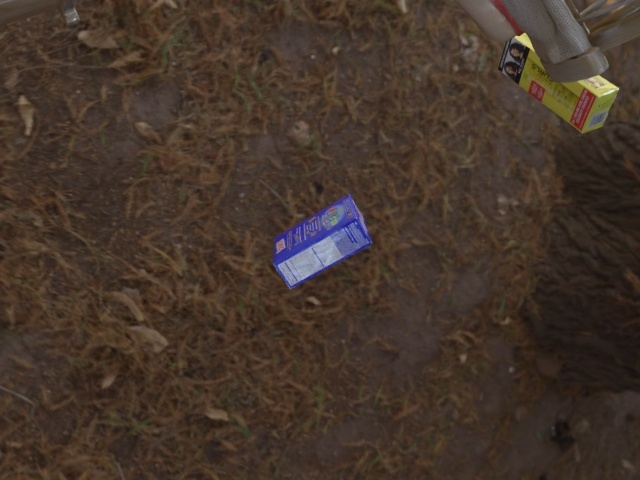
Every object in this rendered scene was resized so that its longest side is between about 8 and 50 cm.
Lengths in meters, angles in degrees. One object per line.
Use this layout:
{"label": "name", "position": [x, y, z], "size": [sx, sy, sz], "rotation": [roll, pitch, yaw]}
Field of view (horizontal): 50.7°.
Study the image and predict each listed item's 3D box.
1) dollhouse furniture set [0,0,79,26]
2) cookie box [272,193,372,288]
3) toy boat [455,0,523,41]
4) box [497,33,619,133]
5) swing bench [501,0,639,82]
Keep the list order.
{"label": "dollhouse furniture set", "position": [-0.233, -0.246, 0.463], "size": [0.303, 0.356, 0.173], "rotation": [-26, 102, -24]}
{"label": "cookie box", "position": [0.000, 0.000, 0.782], "size": [0.107, 0.092, 0.040], "rotation": [-29, 109, 8]}
{"label": "toy boat", "position": [0.278, -0.410, 1.009], "size": [0.151, 0.151, 0.231], "rotation": [35, 42, -31]}
{"label": "box", "position": [0.435, -0.300, 1.258], "size": [0.058, 0.232, 0.087], "rotation": [-22, 143, -24]}
{"label": "swing bench", "position": [0.200, -0.275, 0.485], "size": [0.253, 0.255, 0.165], "rotation": [52, 48, -12]}
